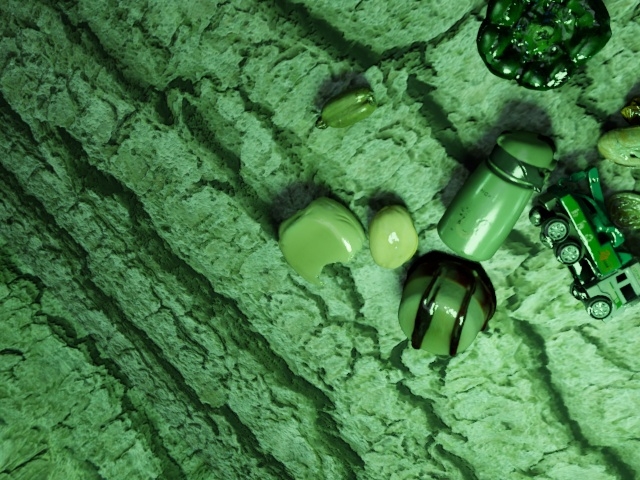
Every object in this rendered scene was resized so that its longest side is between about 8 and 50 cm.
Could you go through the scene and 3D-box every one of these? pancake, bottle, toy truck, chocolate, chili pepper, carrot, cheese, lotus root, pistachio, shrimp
[{"bbox_3d":[0.742,-0.070,1.441,0.108,0.017,0.108,14,125,21],"label":"pancake"},{"bbox_3d":[0.440,-0.119,1.486,0.169,0.168,0.347,33,122,9],"label":"bottle"},{"bbox_3d":[0.643,0.013,1.440,0.178,0.176,0.363,-27,101,13],"label":"toy truck"},{"bbox_3d":[0.343,0.196,1.684,0.284,0.186,0.283,12,119,22],"label":"chocolate"},{"bbox_3d":[0.454,-0.445,1.251,0.248,0.256,0.233,41,121,1],"label":"chili pepper"},{"bbox_3d":[0.766,-0.231,1.315,0.229,0.069,0.069,39,126,2],"label":"carrot"},{"bbox_3d":[0.000,0.000,1.797,0.266,0.127,0.233,-30,99,37],"label":"cheese"},{"bbox_3d":[0.065,-0.351,1.608,0.183,0.077,0.090,-22,96,32],"label":"lotus root"},{"bbox_3d":[0.202,-0.004,1.692,0.145,0.117,0.200,21,124,34],"label":"pistachio"},{"bbox_3d":[0.713,-0.206,1.311,0.126,0.047,0.223,41,164,-18],"label":"shrimp"}]
